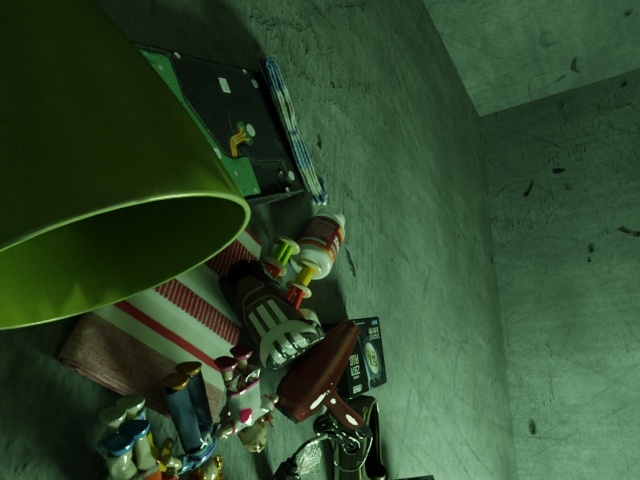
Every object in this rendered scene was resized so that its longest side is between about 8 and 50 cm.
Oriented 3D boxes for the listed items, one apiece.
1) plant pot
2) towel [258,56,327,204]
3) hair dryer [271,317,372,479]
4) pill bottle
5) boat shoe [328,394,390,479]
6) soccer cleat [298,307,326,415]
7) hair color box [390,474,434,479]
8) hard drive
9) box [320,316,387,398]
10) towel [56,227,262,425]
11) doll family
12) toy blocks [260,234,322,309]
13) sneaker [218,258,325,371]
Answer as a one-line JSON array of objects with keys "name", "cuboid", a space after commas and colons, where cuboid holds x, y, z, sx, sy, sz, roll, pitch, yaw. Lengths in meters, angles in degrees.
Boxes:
[{"name": "plant pot", "cuboid": [-0.252, -0.104, 0.483, 0.274, 0.274, 0.294, -6, 68, -60]}, {"name": "towel", "cuboid": [-0.049, -0.215, 0.979, 0.209, 0.034, 0.285, -96, 165, -75]}, {"name": "hair dryer", "cuboid": [0.011, 0.277, 0.865, 0.223, 0.080, 0.294, 3, 101, -46]}, {"name": "pill bottle", "cuboid": [0.000, 0.000, 1.012, 0.086, 0.086, 0.152, 60, 34, -28]}, {"name": "boat shoe", "cuboid": [0.085, 0.462, 0.984, 0.109, 0.091, 0.305, 9, 71, -59]}, {"name": "soccer cleat", "cuboid": [-0.010, 0.225, 0.936, 0.076, 0.068, 0.197, 5, 73, -62]}, {"name": "hair color box", "cuboid": [0.233, 0.730, 1.058, 0.185, 0.113, 0.375, 58, 24, -83]}, {"name": "hard drive", "cuboid": [-0.160, -0.164, 0.786, 0.339, 0.064, 0.237, -24, 94, -64]}, {"name": "box", "cuboid": [0.063, 0.241, 1.041, 0.180, 0.077, 0.148, 9, 72, -59]}, {"name": "towel", "cuboid": [-0.196, 0.070, 0.703, 0.237, 0.037, 0.329, 48, 39, -38]}, {"name": "doll family", "cuboid": [-0.167, 0.242, 0.588, 0.263, 0.118, 0.163, -28, 114, -54]}, {"name": "toy blocks", "cuboid": [-0.070, 0.084, 0.892, 0.123, 0.054, 0.148, 46, 56, -30]}, {"name": "sneaker", "cuboid": [-0.076, 0.104, 0.756, 0.163, 0.106, 0.281, 54, -12, 11]}]
